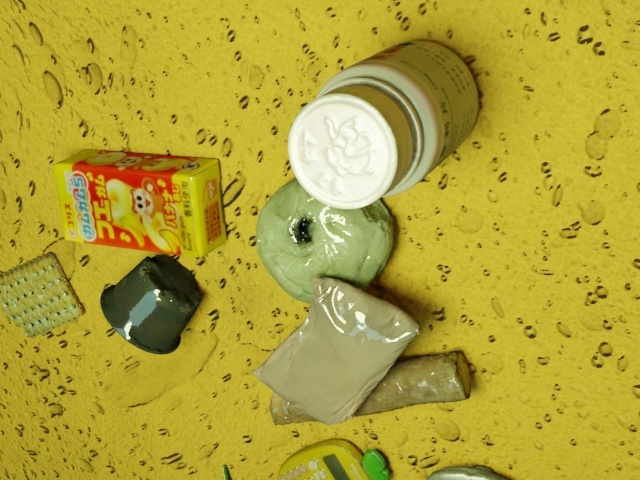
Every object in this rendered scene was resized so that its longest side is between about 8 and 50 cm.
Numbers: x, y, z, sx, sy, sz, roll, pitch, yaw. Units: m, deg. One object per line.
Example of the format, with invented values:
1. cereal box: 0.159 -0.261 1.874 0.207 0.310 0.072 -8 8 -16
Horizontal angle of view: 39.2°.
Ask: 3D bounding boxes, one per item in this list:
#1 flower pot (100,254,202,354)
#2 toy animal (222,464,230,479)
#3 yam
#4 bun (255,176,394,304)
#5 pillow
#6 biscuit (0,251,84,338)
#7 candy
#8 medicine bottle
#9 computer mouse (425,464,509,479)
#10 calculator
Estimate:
1. flower pot: -0.272 0.097 1.497 0.157 0.157 0.107 42 109 5
2. toy animal: -0.142 0.519 1.657 0.075 0.041 0.217 -37 92 1
3. yam: 0.070 0.238 1.426 0.356 0.081 0.081 -14 104 30
4. bun: -0.002 0.002 1.341 0.221 0.108 0.221 10 116 21
5. pillow: 0.017 0.166 1.336 0.173 0.067 0.270 35 128 6
6. biscuit: -0.540 0.110 1.701 0.203 0.016 0.144 -23 99 31
7. candy: -0.295 -0.063 1.470 0.276 0.088 0.146 8 115 24
8. medicine bottle: 0.083 -0.148 1.130 0.170 0.293 0.170 10 113 23
9. computer mouse: 0.243 0.515 1.449 0.197 0.095 0.331 3 112 20
10. calculator: 0.023 0.411 1.545 0.235 0.032 0.146 -27 98 33
